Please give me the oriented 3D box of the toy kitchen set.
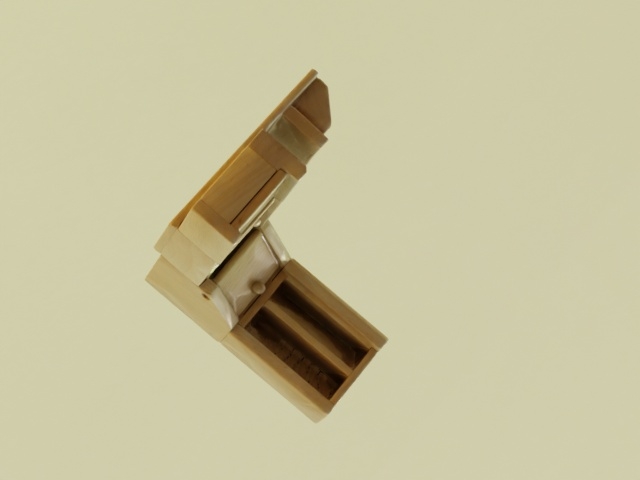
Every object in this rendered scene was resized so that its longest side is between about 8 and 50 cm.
[{"bbox_3d":[0.000,0.000,0.612,0.075,0.083,0.068,40,-110,-1],"label":"toy kitchen set"}]
